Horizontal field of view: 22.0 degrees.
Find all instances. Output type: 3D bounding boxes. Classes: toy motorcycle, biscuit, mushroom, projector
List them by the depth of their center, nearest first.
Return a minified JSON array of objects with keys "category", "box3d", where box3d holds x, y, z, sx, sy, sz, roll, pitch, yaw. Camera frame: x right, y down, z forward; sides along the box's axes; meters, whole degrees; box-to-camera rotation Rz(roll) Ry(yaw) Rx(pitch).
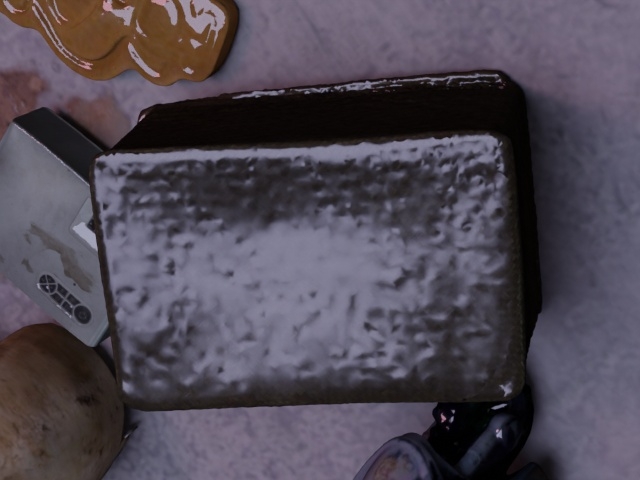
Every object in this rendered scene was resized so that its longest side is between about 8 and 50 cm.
[{"category":"toy motorcycle","box3d":[0.089,0.220,1.138,0.106,0.159,0.270,17,115,42]},{"category":"biscuit","box3d":[-0.166,-0.192,1.176,0.236,0.040,0.144,33,124,14]},{"category":"projector","box3d":[-0.187,-0.012,1.233,0.147,0.061,0.115,40,121,7]},{"category":"mushroom","box3d":[-0.293,0.165,1.277,0.254,0.189,0.195,-33,95,28]}]

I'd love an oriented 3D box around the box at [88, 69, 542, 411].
[{"category":"box","box3d":[0.001,-0.001,1.076,0.273,0.143,0.184,-3,107,12]}]
